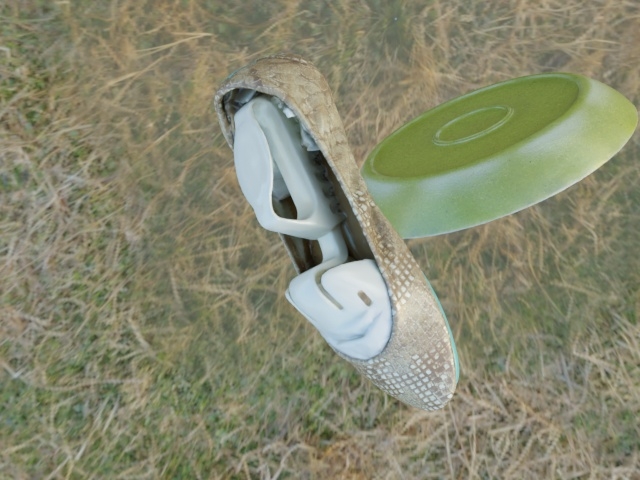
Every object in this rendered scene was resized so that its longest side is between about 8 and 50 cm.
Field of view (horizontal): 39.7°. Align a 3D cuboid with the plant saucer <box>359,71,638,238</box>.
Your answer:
[{"bbox_3d":[0.127,-0.079,0.711,0.241,0.241,0.037,-22,110,10],"label":"plant saucer"}]

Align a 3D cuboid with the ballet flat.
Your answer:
[{"bbox_3d":[0.000,0.000,0.454,0.073,0.067,0.206,-36,77,41],"label":"ballet flat"}]
